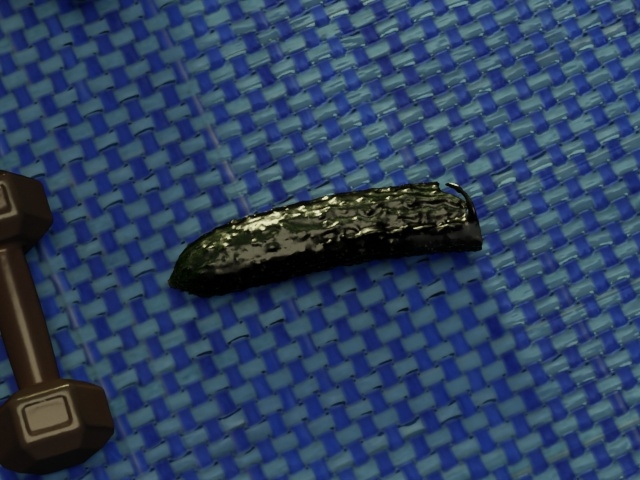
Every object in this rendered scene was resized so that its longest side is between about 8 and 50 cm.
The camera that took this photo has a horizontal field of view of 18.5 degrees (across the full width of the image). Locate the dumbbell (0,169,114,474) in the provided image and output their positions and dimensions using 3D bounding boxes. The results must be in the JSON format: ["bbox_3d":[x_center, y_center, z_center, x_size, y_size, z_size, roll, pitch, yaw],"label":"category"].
[{"bbox_3d":[-0.227,0.060,1.491,0.092,0.082,0.231,-16,74,-8],"label":"dumbbell"}]

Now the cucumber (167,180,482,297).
[{"bbox_3d":[0.000,-0.003,1.531,0.245,0.067,0.067,-8,74,-4],"label":"cucumber"}]
